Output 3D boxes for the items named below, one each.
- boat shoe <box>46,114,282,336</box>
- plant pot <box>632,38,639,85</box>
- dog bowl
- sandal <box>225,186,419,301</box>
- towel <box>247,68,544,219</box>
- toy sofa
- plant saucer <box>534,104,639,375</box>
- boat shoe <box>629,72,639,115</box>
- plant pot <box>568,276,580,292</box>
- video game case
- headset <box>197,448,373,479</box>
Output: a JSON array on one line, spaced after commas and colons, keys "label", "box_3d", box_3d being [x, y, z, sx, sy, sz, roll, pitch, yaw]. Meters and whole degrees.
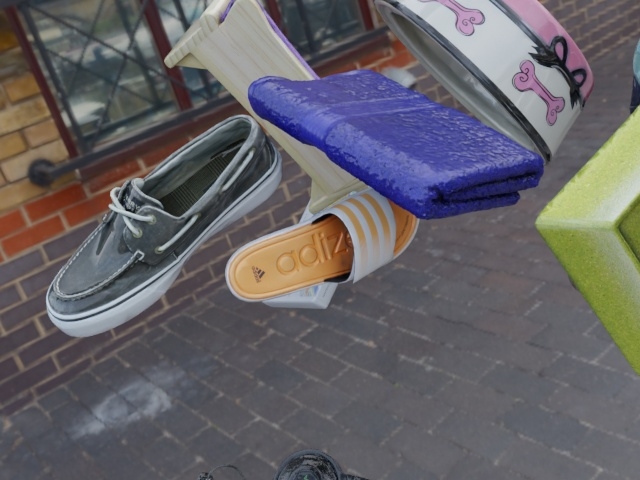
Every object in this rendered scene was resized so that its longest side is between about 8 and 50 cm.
[{"label": "boat shoe", "box_3d": [-0.195, -0.032, 0.837, 0.335, 0.119, 0.121, -43, 58, -12]}, {"label": "plant pot", "box_3d": [0.676, -0.223, 1.085, 0.341, 0.334, 0.341, -39, 31, 29]}, {"label": "dog bowl", "box_3d": [0.286, -0.318, 1.213, 0.150, 0.408, 0.408, -46, 19, 9]}, {"label": "sandal", "box_3d": [0.017, 0.013, 0.867, 0.265, 0.102, 0.076, -24, 12, -16]}, {"label": "towel", "box_3d": [0.084, -0.117, 0.855, 0.227, 0.076, 0.308, -15, 39, -38]}, {"label": "toy sofa", "box_3d": [-0.047, -0.233, 1.129, 0.177, 0.362, 0.150, -32, 25, 31]}, {"label": "plant saucer", "box_3d": [0.298, -0.007, 0.604, 0.188, 0.188, 0.045, -44, 19, -15]}, {"label": "boat shoe", "box_3d": [0.791, -0.242, 1.613, 0.158, 0.341, 0.127, 3, 21, 34]}, {"label": "plant pot", "box_3d": [0.575, 0.028, 1.427, 0.167, 0.165, 0.167, -3, 54, 4]}, {"label": "video game case", "box_3d": [0.000, 0.000, 1.481, 0.300, 0.036, 0.329, -65, 18, -14]}, {"label": "headset", "box_3d": [-0.034, 0.492, 1.297, 0.394, 0.243, 0.185, 12, 59, -4]}]
